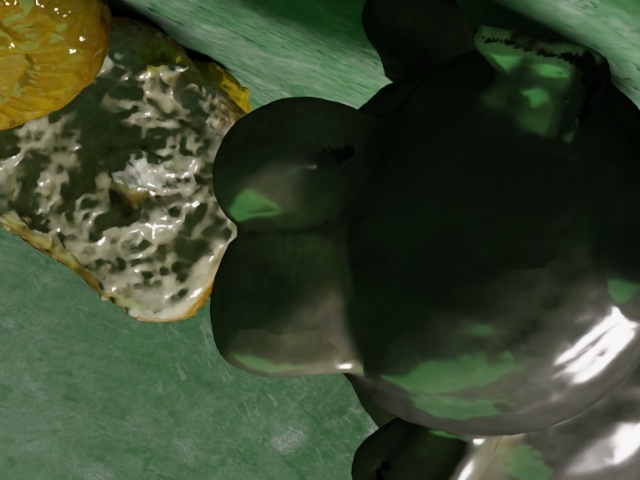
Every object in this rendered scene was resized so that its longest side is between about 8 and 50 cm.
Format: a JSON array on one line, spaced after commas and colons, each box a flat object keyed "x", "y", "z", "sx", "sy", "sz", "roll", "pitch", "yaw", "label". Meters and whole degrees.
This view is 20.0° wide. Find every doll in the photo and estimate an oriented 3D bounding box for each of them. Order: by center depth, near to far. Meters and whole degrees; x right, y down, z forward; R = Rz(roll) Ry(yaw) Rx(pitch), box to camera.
[{"x": 0.158, "y": 0.040, "z": 0.860, "sx": 0.378, "sy": 0.252, "sz": 0.382, "roll": 17, "pitch": 179, "yaw": 24, "label": "doll"}]

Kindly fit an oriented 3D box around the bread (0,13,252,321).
[{"x": -0.124, "y": -0.052, "z": 1.217, "sx": 0.195, "sy": 0.176, "sz": 0.246, "roll": 32, "pitch": 176, "yaw": -2, "label": "bread"}]

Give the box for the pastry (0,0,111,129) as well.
[{"x": -0.193, "y": -0.127, "z": 0.861, "sx": 0.188, "sy": 0.103, "sz": 0.189, "roll": -3, "pitch": 156, "yaw": -1, "label": "pastry"}]
